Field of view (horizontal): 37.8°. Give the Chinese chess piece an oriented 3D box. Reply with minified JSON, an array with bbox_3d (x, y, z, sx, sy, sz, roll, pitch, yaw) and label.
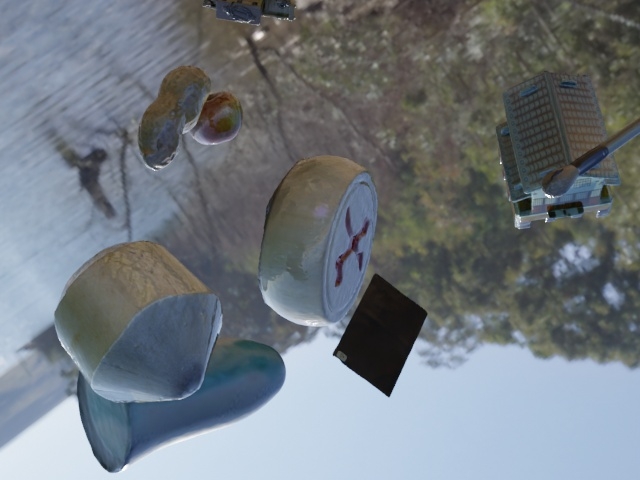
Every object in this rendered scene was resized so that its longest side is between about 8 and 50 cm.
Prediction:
[{"bbox_3d":[0.000,0.000,1.831,0.141,0.338,0.338,12,-157,18],"label":"Chinese chess piece"}]

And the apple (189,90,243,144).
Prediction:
[{"bbox_3d":[-0.226,-0.262,2.017,0.126,0.102,0.126,-16,-160,6],"label":"apple"}]

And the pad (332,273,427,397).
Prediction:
[{"bbox_3d":[0.099,0.149,1.502,0.004,0.116,0.193,-44,-169,47],"label":"pad"}]

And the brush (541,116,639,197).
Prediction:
[{"bbox_3d":[0.456,-0.151,1.479,0.299,0.042,0.039,-34,-179,-21],"label":"brush"}]

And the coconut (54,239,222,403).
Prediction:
[{"bbox_3d":[-0.235,0.119,1.251,0.202,0.222,0.202,-35,151,-23],"label":"coconut"}]

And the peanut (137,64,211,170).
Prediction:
[{"bbox_3d":[-0.272,-0.230,1.724,0.086,0.104,0.228,11,-121,25],"label":"peanut"}]

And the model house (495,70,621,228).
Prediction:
[{"bbox_3d":[0.432,-0.160,1.715,0.198,0.224,0.215,-8,153,5],"label":"model house"}]

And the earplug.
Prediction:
[{"bbox_3d":[-0.196,0.236,1.471,0.324,0.185,0.185,-7,165,-37],"label":"earplug"}]

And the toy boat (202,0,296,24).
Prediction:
[{"bbox_3d":[-0.150,-0.491,1.949,0.057,0.201,0.077,96,3,-48],"label":"toy boat"}]
